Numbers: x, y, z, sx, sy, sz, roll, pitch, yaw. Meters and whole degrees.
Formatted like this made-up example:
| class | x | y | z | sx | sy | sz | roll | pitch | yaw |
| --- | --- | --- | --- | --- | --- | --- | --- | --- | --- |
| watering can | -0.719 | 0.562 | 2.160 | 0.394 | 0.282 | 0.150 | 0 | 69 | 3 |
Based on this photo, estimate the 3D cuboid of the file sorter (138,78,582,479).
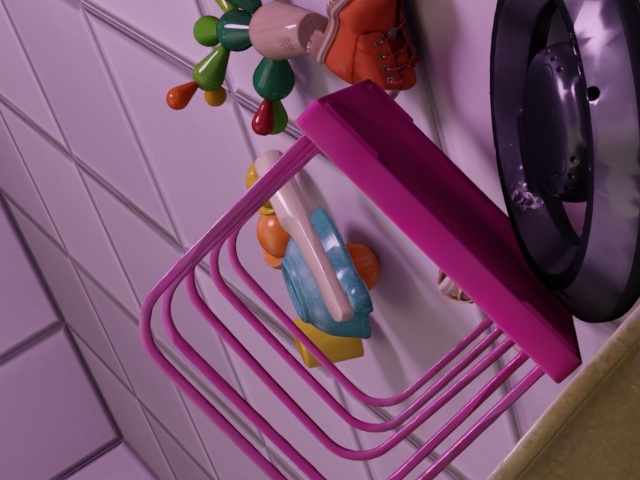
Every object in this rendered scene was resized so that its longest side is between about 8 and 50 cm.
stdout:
| class | x | y | z | sx | sy | sz | roll | pitch | yaw |
| --- | --- | --- | --- | --- | --- | --- | --- | --- | --- |
| file sorter | 0.027 | 0.034 | 0.902 | 0.202 | 0.182 | 0.290 | 45 | -168 | -1 |

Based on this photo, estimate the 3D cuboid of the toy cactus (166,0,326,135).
| class | x | y | z | sx | sy | sz | roll | pitch | yaw |
| --- | --- | --- | --- | --- | --- | --- | --- | --- | --- |
| toy cactus | -0.068 | -0.182 | 1.203 | 0.180 | 0.112 | 0.219 | 13 | 124 | 52 |

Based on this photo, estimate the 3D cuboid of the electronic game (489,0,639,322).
| class | x | y | z | sx | sy | sz | roll | pitch | yaw |
| --- | --- | --- | --- | --- | --- | --- | --- | --- | --- |
| electronic game | 0.143 | -0.067 | 0.790 | 0.229 | 0.048 | 0.229 | 173 | 90 | -82 |

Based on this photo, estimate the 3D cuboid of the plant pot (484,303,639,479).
| class | x | y | z | sx | sy | sz | roll | pitch | yaw |
| --- | --- | --- | --- | --- | --- | --- | --- | --- | --- |
| plant pot | 0.227 | 0.183 | 0.802 | 0.254 | 0.276 | 0.276 | 42 | 158 | 13 |

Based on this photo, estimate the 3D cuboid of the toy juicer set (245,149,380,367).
| class | x | y | z | sx | sy | sz | roll | pitch | yaw |
| --- | --- | --- | --- | --- | --- | --- | --- | --- | --- |
| toy juicer set | 0.000 | 0.000 | 1.335 | 0.329 | 0.090 | 0.209 | 104 | 145 | -76 |

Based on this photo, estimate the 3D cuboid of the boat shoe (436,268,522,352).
| class | x | y | z | sx | sy | sz | roll | pitch | yaw |
| --- | --- | --- | --- | --- | --- | --- | --- | --- | --- |
| boat shoe | 0.115 | 0.022 | 1.096 | 0.170 | 0.059 | 0.063 | 57 | 162 | 2 |

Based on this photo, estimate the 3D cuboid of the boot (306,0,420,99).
| class | x | y | z | sx | sy | sz | roll | pitch | yaw |
| --- | --- | --- | --- | --- | --- | --- | --- | --- | --- |
| boot | 0.046 | -0.153 | 1.016 | 0.084 | 0.059 | 0.158 | 45 | 162 | 5 |
